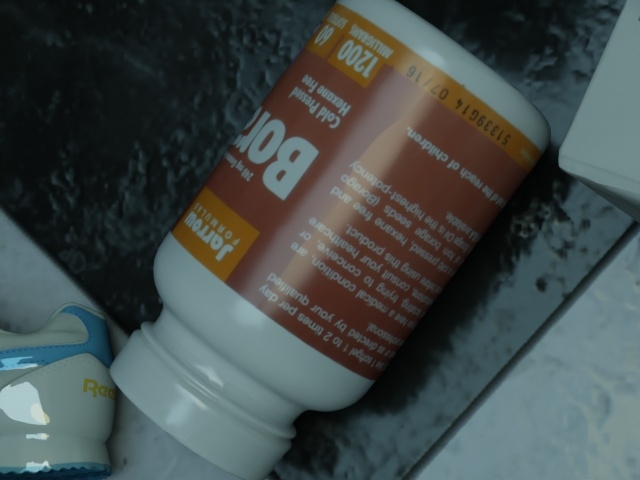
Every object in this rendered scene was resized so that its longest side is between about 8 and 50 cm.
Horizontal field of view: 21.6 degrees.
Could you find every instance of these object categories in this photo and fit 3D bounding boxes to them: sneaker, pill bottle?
[{"bbox_3d":[-0.213,0.074,0.858,0.228,0.087,0.092,1,76,8],"label":"sneaker"},{"bbox_3d":[0.000,0.000,0.786,0.121,0.121,0.216,37,93,16],"label":"pill bottle"}]

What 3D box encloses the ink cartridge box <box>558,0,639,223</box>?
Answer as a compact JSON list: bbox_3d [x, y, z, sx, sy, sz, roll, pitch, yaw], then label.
[{"bbox_3d":[0.277,-0.049,0.636,0.270,0.198,0.197,23,88,37],"label":"ink cartridge box"}]
